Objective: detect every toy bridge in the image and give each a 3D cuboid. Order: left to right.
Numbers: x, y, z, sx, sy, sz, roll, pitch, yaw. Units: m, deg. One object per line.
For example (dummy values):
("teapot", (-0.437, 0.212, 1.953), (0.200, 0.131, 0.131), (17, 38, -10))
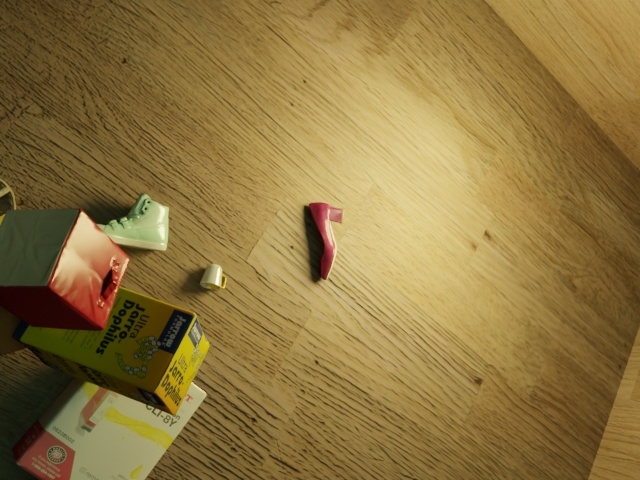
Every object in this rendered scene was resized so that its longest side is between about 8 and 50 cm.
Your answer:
("toy bridge", (-0.816, -0.115, 1.539), (0.063, 0.026, 0.188), (-41, 103, -28))

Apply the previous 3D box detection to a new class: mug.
("mug", (-0.313, 0.106, 1.769), (0.062, 0.078, 0.064), (7, 67, 6))

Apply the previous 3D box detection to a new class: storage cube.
("storage cube", (-0.544, 0.060, 1.249), (0.193, 0.215, 0.184), (64, 31, -54))

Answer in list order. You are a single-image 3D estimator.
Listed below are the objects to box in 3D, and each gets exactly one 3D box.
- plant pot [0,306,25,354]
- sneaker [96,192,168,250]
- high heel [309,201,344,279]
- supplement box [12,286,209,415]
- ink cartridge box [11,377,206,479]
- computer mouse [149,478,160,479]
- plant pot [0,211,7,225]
("plant pot", (-0.758, 0.140, 1.406), (0.291, 0.291, 0.203), (-7, 102, -29))
("sneaker", (-0.534, -0.061, 1.643), (0.256, 0.094, 0.151), (11, 84, -37))
("high heel", (0.000, 0.000, 1.949), (0.117, 0.082, 0.244), (11, 90, 2))
("supplement box", (-0.467, 0.230, 1.393), (0.356, 0.194, 0.195), (17, 61, 11))
("ink cartridge box", (-0.524, 0.457, 1.537), (0.279, 0.160, 0.385), (44, 65, -16))
("computer mouse", (-0.438, 0.754, 1.616), (0.071, 0.041, 0.242), (-1, 90, -20))
("plant pot", (-0.816, -0.023, 1.489), (0.081, 0.081, 0.083), (0, 105, -7))
